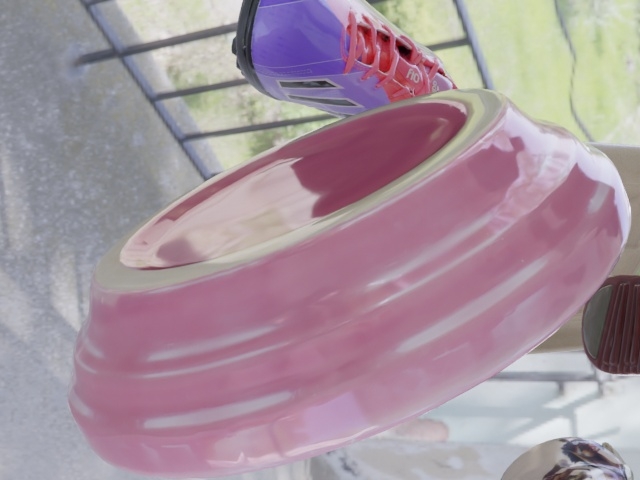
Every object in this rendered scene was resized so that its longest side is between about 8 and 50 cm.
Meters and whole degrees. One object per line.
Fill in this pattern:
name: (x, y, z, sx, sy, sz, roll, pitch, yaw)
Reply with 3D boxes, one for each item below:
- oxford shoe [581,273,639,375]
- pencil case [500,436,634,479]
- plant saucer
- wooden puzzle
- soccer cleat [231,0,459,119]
oxford shoe: (0.371, 0.080, 0.749, 0.130, 0.348, 0.123, 8, 91, -18)
pencil case: (0.282, 0.348, 0.839, 0.410, 0.183, 0.160, -98, 163, -69)
plant saucer: (0.000, 0.000, 0.511, 0.084, 0.332, 0.332, 65, 33, -16)
wooden puzzle: (0.361, 0.009, 1.337, 0.322, 0.080, 0.348, 0, 121, -29)
soccer cleat: (0.042, -0.137, 0.708, 0.318, 0.116, 0.109, 12, 100, -67)
